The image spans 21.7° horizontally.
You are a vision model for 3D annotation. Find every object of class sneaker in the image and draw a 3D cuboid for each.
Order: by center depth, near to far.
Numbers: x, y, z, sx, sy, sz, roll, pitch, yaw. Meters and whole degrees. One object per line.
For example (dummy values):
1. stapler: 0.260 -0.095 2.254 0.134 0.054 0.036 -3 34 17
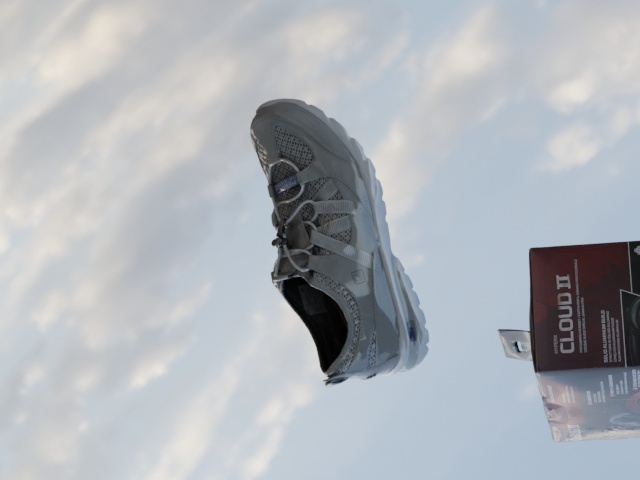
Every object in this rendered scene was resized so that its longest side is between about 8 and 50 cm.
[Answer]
1. sneaker: 0.000 0.000 1.521 0.115 0.281 0.105 -20 171 -37

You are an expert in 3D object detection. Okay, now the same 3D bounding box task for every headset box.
1. headset box: 0.293 0.083 1.352 0.293 0.218 0.110 -4 -112 11
